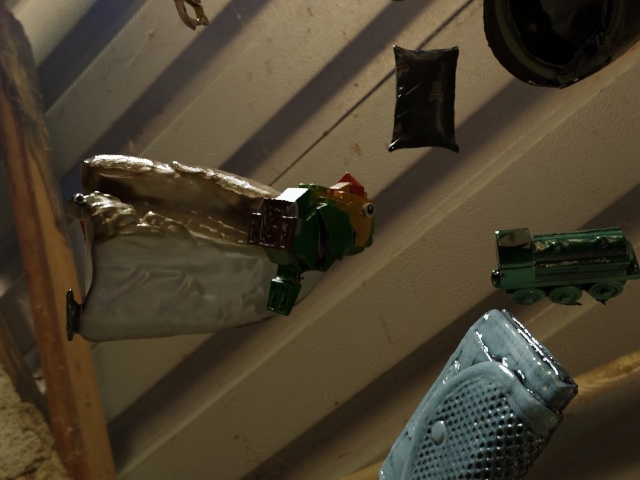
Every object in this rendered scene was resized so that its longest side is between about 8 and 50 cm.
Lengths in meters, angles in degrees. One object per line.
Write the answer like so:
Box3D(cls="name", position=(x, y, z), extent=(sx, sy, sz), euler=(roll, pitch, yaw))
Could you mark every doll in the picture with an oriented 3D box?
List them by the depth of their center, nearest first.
Box3D(cls="doll", position=(-0.002, -0.008, 0.654), extent=(0.106, 0.186, 0.134), euler=(5, -64, 46))

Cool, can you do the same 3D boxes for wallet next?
Box3D(cls="wallet", position=(0.179, 0.266, 0.688), extent=(0.075, 0.237, 0.342), euler=(27, -76, -8))

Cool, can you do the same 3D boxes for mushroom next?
Box3D(cls="mushroom", position=(-0.199, -0.004, 0.874), extent=(0.314, 0.397, 0.224), euler=(-129, -137, -59))

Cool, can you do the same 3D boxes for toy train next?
Box3D(cls="toy train", position=(0.296, 0.029, 0.630), extent=(0.170, 0.111, 0.071), euler=(-6, -125, 16))

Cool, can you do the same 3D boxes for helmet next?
Box3D(cls="helmet", position=(0.381, -0.368, 0.755), extent=(0.177, 0.305, 0.225), euler=(-34, -83, -3))

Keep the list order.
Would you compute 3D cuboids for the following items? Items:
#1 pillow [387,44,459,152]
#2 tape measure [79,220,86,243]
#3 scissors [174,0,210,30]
Box3D(cls="pillow", position=(0.141, -0.191, 0.694), extent=(0.090, 0.048, 0.150), euler=(2, -94, 23))
Box3D(cls="tape measure", position=(-0.403, 0.000, 1.106), extent=(0.114, 0.253, 0.260), euler=(-26, -120, -1))
Box3D(cls="scissors", position=(-0.335, -0.567, 1.159), extent=(0.024, 0.317, 0.160), euler=(-12, -84, 16))
